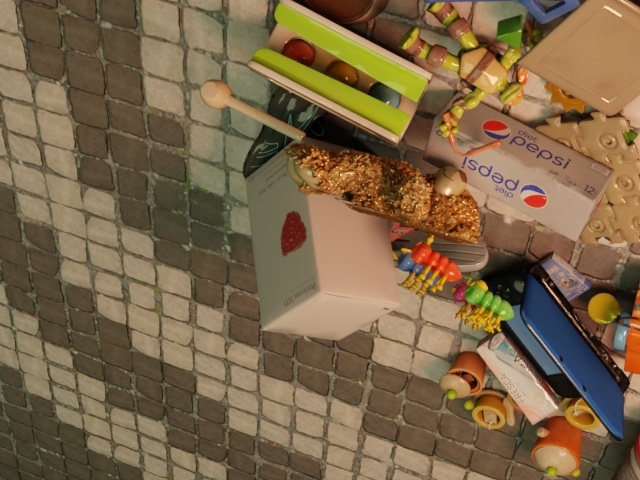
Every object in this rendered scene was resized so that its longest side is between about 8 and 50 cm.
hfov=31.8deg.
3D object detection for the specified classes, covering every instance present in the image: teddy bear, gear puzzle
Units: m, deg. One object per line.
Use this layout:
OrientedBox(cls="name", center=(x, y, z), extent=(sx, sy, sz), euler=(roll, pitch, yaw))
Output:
OrientedBox(cls="teddy bear", center=(0.100, -0.093, 1.769), extent=(0.338, 0.113, 0.245), euler=(17, 177, 5))
OrientedBox(cls="gear puzzle", center=(0.434, -0.138, 1.784), extent=(0.175, 0.044, 0.339), euler=(-3, 125, 43))

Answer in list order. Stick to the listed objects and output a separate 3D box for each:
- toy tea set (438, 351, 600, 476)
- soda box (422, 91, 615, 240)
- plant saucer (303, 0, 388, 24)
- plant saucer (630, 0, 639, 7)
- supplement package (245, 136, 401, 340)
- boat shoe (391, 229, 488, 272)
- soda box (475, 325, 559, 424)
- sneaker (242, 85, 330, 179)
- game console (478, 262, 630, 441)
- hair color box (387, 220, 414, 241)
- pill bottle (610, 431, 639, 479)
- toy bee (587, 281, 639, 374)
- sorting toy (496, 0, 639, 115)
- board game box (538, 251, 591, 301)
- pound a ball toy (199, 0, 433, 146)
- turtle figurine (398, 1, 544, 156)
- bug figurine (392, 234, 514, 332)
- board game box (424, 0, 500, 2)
OrientedBox(cls="toy tea set", center=(0.387, 0.351, 2.205), extent=(0.336, 0.124, 0.200), euler=(19, 136, 12))
OrientedBox(cls="soda box", center=(0.312, -0.120, 1.793), extent=(0.286, 0.091, 0.098), euler=(29, 140, 15))
OrientedBox(cls="plant saucer", center=(0.028, -0.406, 1.759), extent=(0.168, 0.029, 0.168), euler=(15, 134, 16))
OrientedBox(cls="plant saucer", center=(0.489, -0.342, 1.563), extent=(0.199, 0.036, 0.198), euler=(15, 136, 15))
OrientedBox(cls="supplement package", center=(0.000, 0.000, 1.929), extent=(0.175, 0.293, 0.177), euler=(11, 149, -36))
OrientedBox(cls="boat shoe", center=(0.204, 0.024, 2.044), extent=(0.226, 0.083, 0.076), euler=(13, 150, 30))
OrientedBox(cls="soda box", center=(0.372, 0.254, 2.120), extent=(0.063, 0.058, 0.183), euler=(-37, 90, 16))
OrientedBox(cls="sneaker", center=(-0.059, -0.176, 1.969), extent=(0.106, 0.101, 0.267), euler=(28, 138, -1))
OrientedBox(cls="game console", center=(0.394, 0.204, 1.972), extent=(0.293, 0.173, 0.250), euler=(52, 148, -11))
OrientedBox(cls="hair color box", center=(0.086, -0.032, 2.025), extent=(0.053, 0.093, 0.167), euler=(6, 154, -42))
OrientedBox(cls="pill bottle", center=(0.649, 0.476, 2.145), extent=(0.176, 0.176, 0.318), euler=(21, 136, 9))
OrientedBox(cls="toy bee", center=(0.569, 0.120, 1.896), extent=(0.195, 0.162, 0.298), euler=(20, 162, -1))
OrientedBox(cls="sorting toy", center=(0.407, -0.271, 1.593), extent=(0.348, 0.047, 0.196), euler=(25, 144, -21))
OrientedBox(cls="board game box", center=(0.419, 0.073, 2.003), extent=(0.090, 0.020, 0.090), euler=(39, 137, -7))
OrientedBox(cls="pound a ball toy", center=(-0.007, -0.245, 1.815), extent=(0.319, 0.136, 0.208), euler=(27, 94, 3))
OrientedBox(cls="turtle figurine", center=(0.243, -0.279, 1.708), extent=(0.217, 0.087, 0.269), euler=(39, 112, -8))
OrientedBox(cls="bug figurine", center=(0.218, 0.073, 1.889), extent=(0.216, 0.072, 0.279), euler=(34, 175, 0))
OrientedBox(cls="board game box", center=(0.203, -0.459, 1.487), extent=(0.233, 0.078, 0.347), euler=(6, 152, 28))
